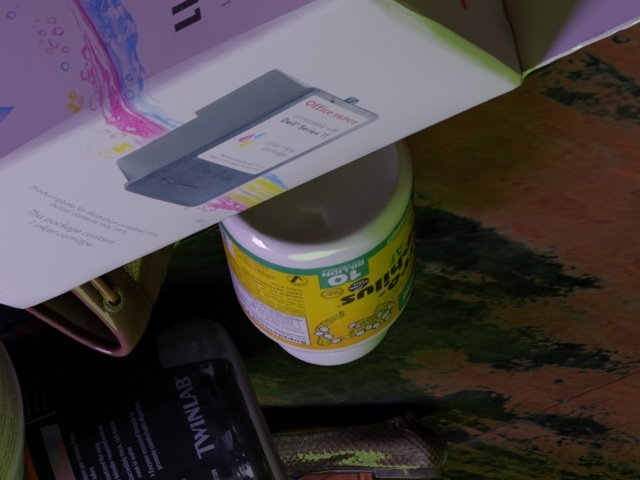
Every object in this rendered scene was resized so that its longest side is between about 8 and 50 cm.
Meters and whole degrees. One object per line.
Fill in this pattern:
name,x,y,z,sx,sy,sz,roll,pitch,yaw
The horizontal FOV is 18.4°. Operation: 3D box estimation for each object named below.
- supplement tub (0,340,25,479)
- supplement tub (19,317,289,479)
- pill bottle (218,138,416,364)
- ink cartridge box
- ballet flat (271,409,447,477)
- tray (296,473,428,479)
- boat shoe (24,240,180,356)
supplement tub,-0.311,0.093,1.189,0.235,0.235,0.325,-8,155,2
supplement tub,-0.191,0.205,1.419,0.338,0.207,0.207,-21,155,-2
pill bottle,0.000,0.000,1.209,0.117,0.117,0.208,-7,155,0
ink cartridge box,-0.045,-0.130,0.809,0.353,0.207,0.119,-24,152,30
ballet flat,-0.016,0.168,1.657,0.250,0.058,0.084,3,176,-7
tray,-0.046,0.353,1.857,0.076,0.203,0.411,14,149,-35
boat shoe,-0.218,-0.039,0.991,0.342,0.123,0.123,29,156,-33
